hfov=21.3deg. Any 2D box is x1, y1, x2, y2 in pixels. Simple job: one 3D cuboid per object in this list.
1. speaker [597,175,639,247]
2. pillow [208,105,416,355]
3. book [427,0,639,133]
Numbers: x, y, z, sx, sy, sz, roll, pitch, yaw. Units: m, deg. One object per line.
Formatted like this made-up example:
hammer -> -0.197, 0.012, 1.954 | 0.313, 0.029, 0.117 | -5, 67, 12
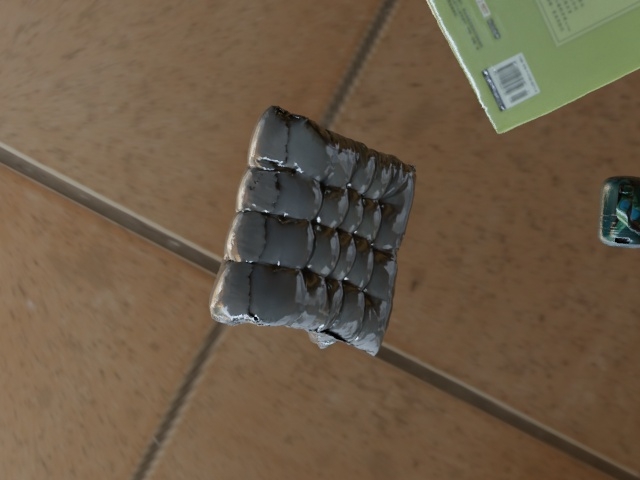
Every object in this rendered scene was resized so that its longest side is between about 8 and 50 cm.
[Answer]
speaker -> 0.326, -0.031, 1.781 | 0.060, 0.094, 0.075 | 4, 90, -7
pillow -> 0.000, 0.000, 1.808 | 0.101, 0.326, 0.228 | 11, 87, 23
book -> 0.287, -0.275, 1.714 | 0.352, 0.035, 0.239 | -26, 117, 6
